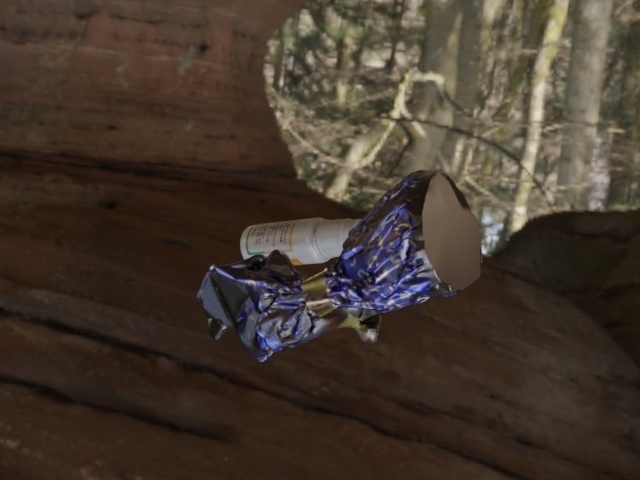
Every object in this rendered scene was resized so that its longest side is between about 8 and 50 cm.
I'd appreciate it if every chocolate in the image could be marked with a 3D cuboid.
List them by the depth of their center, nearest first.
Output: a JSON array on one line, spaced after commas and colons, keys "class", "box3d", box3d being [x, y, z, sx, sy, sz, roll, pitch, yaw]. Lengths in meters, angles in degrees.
[{"class": "chocolate", "box3d": [-0.001, 0.053, 0.826, 0.343, 0.148, 0.126, -25, -161, 34]}]

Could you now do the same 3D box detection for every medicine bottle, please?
[{"class": "medicine bottle", "box3d": [0.000, 0.000, 1.100, 0.221, 0.061, 0.092, -5, 179, 39]}]
